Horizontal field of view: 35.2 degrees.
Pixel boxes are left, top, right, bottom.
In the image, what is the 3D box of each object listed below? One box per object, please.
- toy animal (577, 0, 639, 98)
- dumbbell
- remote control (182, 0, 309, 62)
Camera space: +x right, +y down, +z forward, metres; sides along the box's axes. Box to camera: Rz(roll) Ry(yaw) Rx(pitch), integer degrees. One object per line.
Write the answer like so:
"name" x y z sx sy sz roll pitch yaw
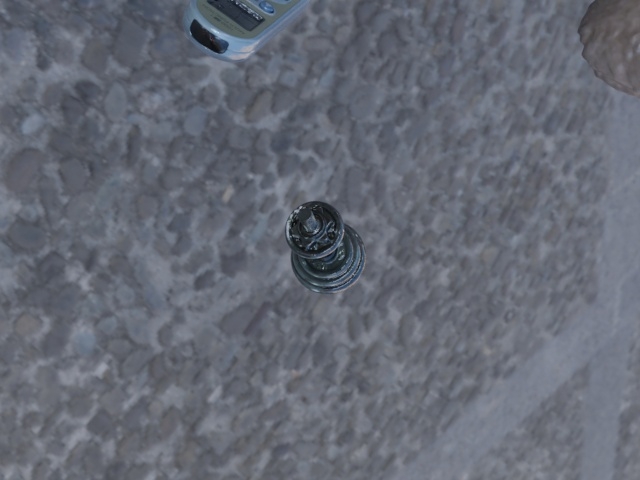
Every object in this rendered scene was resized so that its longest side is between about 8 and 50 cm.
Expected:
"toy animal" 0.447 -0.245 1.002 0.358 0.226 0.188 -43 147 -3
"dumbbell" 0.000 0.000 1.373 0.110 0.110 0.254 -54 165 -9
"remote control" -0.080 -0.261 1.134 0.047 0.087 0.244 -51 -178 35
